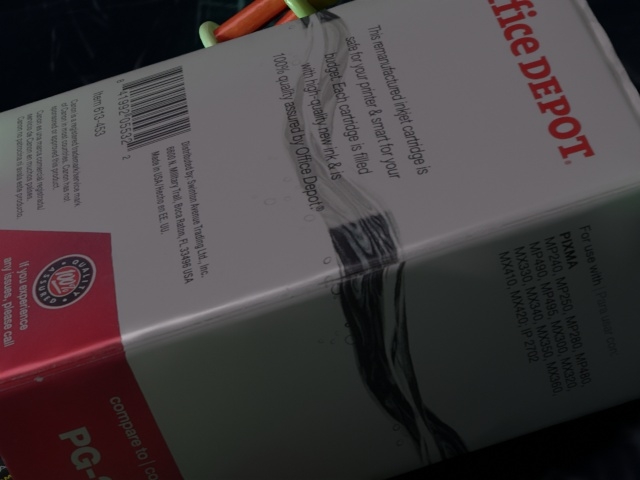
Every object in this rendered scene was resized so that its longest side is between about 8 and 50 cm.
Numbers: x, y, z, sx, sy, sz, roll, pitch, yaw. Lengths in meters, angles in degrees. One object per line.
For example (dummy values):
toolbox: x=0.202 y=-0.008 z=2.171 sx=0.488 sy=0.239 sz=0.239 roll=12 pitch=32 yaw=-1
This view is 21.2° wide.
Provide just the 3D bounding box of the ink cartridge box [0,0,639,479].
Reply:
ink cartridge box: x=0.000 y=0.000 z=0.627 sx=0.237 sy=0.100 sz=0.172 roll=-18 pitch=37 yaw=3

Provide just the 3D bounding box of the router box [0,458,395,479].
router box: x=-0.076 y=0.112 z=0.662 sx=0.179 sy=0.046 sz=0.133 roll=-27 pitch=25 yaw=-21

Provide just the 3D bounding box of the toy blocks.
toy blocks: x=-0.019 y=-0.094 z=0.876 sx=0.148 sy=0.054 sz=0.123 roll=-40 pitch=32 yaw=15
